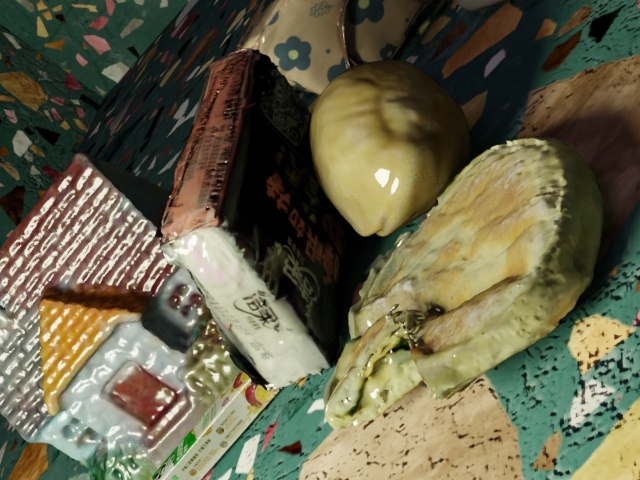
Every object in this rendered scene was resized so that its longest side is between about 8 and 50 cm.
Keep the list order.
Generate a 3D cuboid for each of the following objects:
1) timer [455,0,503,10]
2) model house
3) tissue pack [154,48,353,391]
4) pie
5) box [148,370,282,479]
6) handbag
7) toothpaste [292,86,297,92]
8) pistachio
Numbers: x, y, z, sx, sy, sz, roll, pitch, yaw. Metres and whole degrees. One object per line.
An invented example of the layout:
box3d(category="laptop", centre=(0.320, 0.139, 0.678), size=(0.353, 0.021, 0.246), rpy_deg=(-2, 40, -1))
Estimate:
box3d(category="timer", centre=(0.239, -0.380, 1.649), size=(0.208, 0.069, 0.190), rpy_deg=(-59, 21, -18))
box3d(category="model house", centre=(-0.258, 0.080, 1.632), size=(0.360, 0.339, 0.297), rpy_deg=(-49, 17, 15))
box3d(category="tissue pack", centre=(-0.065, -0.030, 1.464), size=(0.123, 0.245, 0.332), rpy_deg=(-21, 35, 23))
box3d(category="pie", centre=(0.126, 0.034, 1.180), size=(0.337, 0.075, 0.337), rpy_deg=(-46, 15, 16))
box3d(category="box", centre=(-0.120, 0.219, 1.506), size=(0.207, 0.041, 0.050), rpy_deg=(-49, 19, 13))
box3d(category="handbag", centre=(0.028, -0.309, 1.847), size=(0.251, 0.193, 0.190), rpy_deg=(-55, 12, 2))
box3d(category="toothpaste", centre=(-0.074, -0.213, 2.191), size=(0.197, 0.029, 0.048), rpy_deg=(-56, 17, 5))
box3d(category="pistachio", centre=(0.068, -0.097, 1.410), size=(0.293, 0.162, 0.182), rpy_deg=(-127, 44, -77))
